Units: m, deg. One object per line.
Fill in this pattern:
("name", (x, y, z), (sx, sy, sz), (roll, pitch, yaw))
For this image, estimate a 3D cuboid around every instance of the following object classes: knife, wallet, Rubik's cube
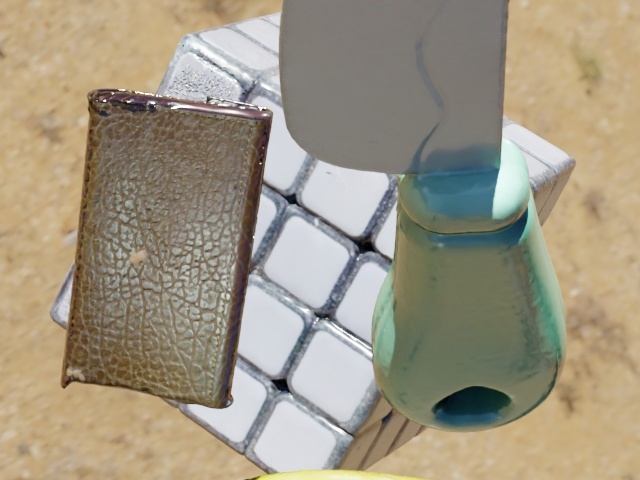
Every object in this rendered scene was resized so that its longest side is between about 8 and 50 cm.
("knife", (0.024, -0.029, 0.458), (0.260, 0.063, 0.034), (77, 9, -54))
("wallet", (-0.115, 0.007, 1.410), (0.133, 0.243, 0.039), (7, 27, -4))
("Rubik's cube", (0.000, 0.000, 1.897), (0.344, 0.337, 0.344), (33, 23, 14))

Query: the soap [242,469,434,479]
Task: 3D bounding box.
("soap", (0.038, 0.340, 1.663), (0.427, 0.306, 0.115), (5, 23, -20))
